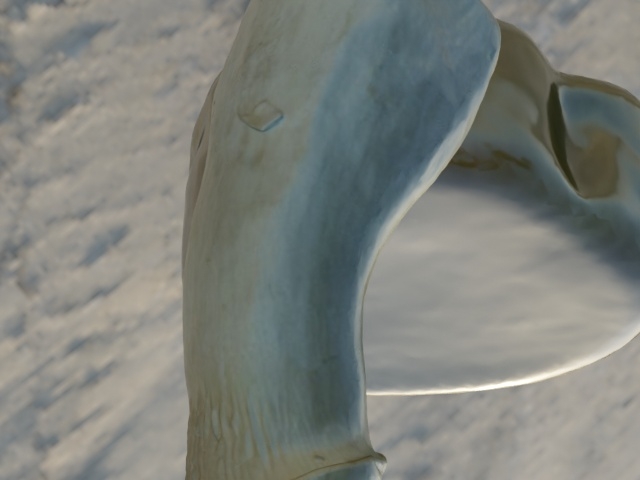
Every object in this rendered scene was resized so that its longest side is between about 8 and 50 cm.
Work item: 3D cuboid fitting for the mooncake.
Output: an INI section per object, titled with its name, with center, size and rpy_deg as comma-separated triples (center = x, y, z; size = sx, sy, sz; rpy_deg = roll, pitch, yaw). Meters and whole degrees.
[mooncake]
center = 0.040, -0.013, 0.869
size = 0.234, 0.117, 0.235
rpy_deg = 0, 151, 0

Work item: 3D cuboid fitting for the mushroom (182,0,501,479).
[mushroom]
center = -0.003, -0.001, 0.619
size = 0.092, 0.081, 0.223
rpy_deg = 35, 60, -45
